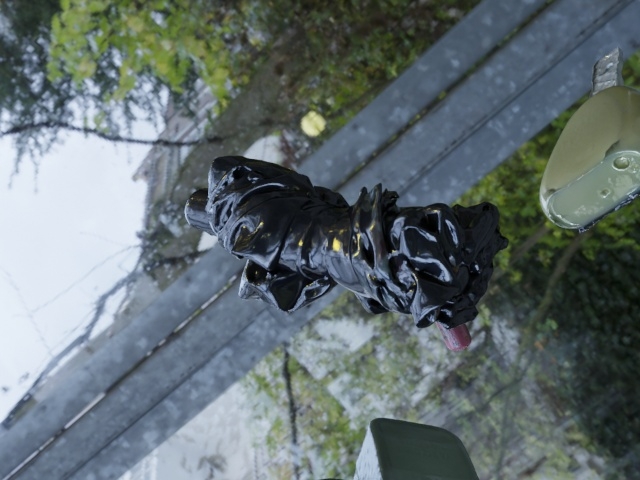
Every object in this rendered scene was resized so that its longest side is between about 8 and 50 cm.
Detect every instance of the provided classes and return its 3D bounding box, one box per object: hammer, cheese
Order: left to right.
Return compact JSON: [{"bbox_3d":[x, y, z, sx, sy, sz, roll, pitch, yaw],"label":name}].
[{"bbox_3d":[0.189,0.121,1.112,0.083,0.043,0.043,61,-168,-17],"label":"hammer"},{"bbox_3d":[0.279,-0.119,0.752,0.054,0.127,0.251,36,-136,-13],"label":"cheese"}]

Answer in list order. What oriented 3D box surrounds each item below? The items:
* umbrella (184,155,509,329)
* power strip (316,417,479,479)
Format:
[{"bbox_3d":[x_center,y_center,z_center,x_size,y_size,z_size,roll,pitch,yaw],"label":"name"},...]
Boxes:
[{"bbox_3d":[0.001,0.001,0.587,0.273,0.110,0.122,11,144,35],"label":"umbrella"},{"bbox_3d":[0.084,0.269,0.608,0.230,0.141,0.261,13,-166,-11],"label":"power strip"}]
